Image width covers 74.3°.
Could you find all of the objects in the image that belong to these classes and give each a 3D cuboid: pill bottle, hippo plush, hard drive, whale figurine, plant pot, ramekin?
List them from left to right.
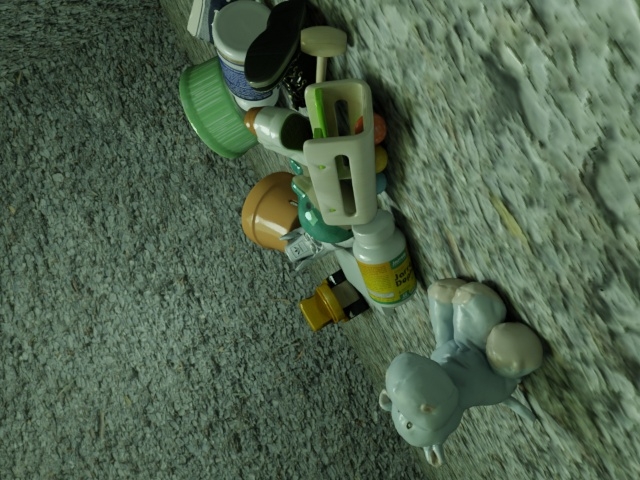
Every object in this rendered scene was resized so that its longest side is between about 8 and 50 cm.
[{"bbox_3d":[-0.269,-0.422,1.305,0.303,0.148,0.304,44,-144,-44],"label":"ramekin"},{"bbox_3d":[-0.171,-0.441,1.056,0.153,0.153,0.265,59,170,10],"label":"pill bottle"},{"bbox_3d":[-0.104,-0.077,1.509,0.203,0.291,0.291,31,154,37],"label":"plant pot"},{"bbox_3d":[-0.004,-0.106,1.050,0.216,0.141,0.272,10,-142,-48],"label":"whale figurine"},{"bbox_3d":[0.132,0.108,1.418,0.203,0.040,0.307,65,170,-24],"label":"hard drive"},{"bbox_3d":[0.138,0.038,0.927,0.117,0.117,0.209,49,164,53],"label":"pill bottle"},{"bbox_3d":[0.204,0.219,0.726,0.234,0.236,0.294,51,167,45],"label":"hippo plush"}]

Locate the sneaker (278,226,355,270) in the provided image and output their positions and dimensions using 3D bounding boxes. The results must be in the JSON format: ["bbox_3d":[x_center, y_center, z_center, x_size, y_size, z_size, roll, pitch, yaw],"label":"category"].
[{"bbox_3d":[0.000,0.000,1.271,0.138,0.210,0.366,61,171,-3],"label":"sneaker"}]

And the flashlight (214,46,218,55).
[{"bbox_3d":[-0.301,-0.660,1.240,0.103,0.103,0.304,41,163,11],"label":"flashlight"}]

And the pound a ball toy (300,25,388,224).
[{"bbox_3d":[0.052,-0.192,0.766,0.319,0.135,0.209,73,-164,-63],"label":"pound a ball toy"}]

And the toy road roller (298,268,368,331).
[{"bbox_3d":[0.038,0.267,1.781,0.203,0.240,0.329,60,171,10],"label":"toy road roller"}]

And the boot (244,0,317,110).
[{"bbox_3d":[-0.052,-0.305,0.780,0.179,0.085,0.237,67,-149,-52],"label":"boot"}]

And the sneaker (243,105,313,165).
[{"bbox_3d":[-0.054,-0.227,0.906,0.123,0.106,0.290,23,-175,24],"label":"sneaker"}]

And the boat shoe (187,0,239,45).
[{"bbox_3d":[-0.219,-0.601,1.040,0.158,0.127,0.340,25,161,-17],"label":"boat shoe"}]
